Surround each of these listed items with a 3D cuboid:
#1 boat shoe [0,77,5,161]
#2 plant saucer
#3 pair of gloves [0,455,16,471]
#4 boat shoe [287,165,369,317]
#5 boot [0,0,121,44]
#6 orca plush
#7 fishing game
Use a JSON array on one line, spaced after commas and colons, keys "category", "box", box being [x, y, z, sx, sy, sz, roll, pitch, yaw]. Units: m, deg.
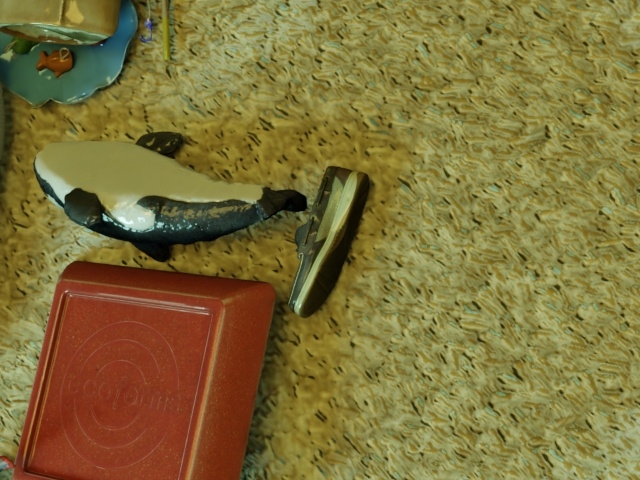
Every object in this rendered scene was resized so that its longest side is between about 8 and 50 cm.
[{"category": "boat shoe", "box": [-0.412, -0.055, 1.214, 0.119, 0.121, 0.335, 8, 93, 16]}, {"category": "plant saucer", "box": [-0.185, 0.150, 1.132, 0.258, 0.048, 0.259, 5, 78, 29]}, {"category": "pair of gloves", "box": [-0.374, 0.257, 1.140, 0.159, 0.198, 0.023, -30, 89, -23]}, {"category": "boat shoe", "box": [0.000, 0.000, 1.136, 0.049, 0.056, 0.152, 21, 81, 22]}, {"category": "boot", "box": [-0.200, -0.332, 1.196, 0.236, 0.089, 0.269, 6, 80, 19]}, {"category": "orca plush", "box": [-0.153, -0.031, 1.181, 0.287, 0.102, 0.151, 1, 40, 12]}, {"category": "fishing game", "box": [-0.283, -0.233, 1.247, 0.264, 0.041, 0.189, -1, 81, 16]}]
